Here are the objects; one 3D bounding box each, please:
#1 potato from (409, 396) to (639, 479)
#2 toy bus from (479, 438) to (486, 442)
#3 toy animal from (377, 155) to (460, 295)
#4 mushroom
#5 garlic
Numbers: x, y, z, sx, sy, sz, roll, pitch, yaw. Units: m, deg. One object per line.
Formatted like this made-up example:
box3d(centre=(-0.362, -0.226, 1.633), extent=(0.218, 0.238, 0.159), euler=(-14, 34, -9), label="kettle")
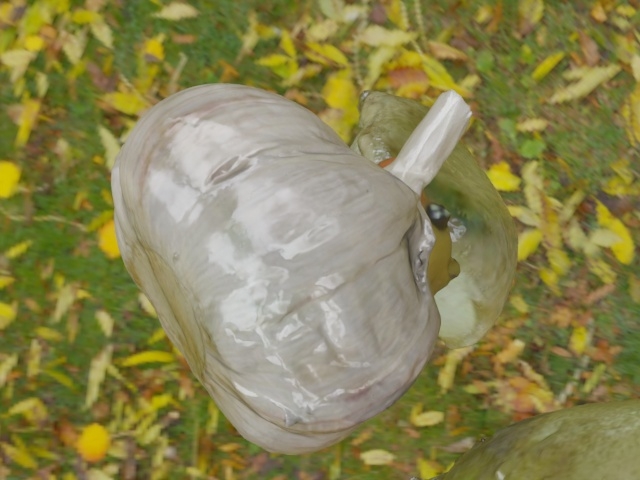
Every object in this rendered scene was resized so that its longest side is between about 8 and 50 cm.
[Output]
box3d(centre=(0.208, 0.182, 0.573), extent=(0.359, 0.270, 0.219), euler=(-6, 45, 34), label="potato")
box3d(centre=(0.191, 0.315, 0.878), extent=(0.092, 0.093, 0.409), euler=(-11, 63, -16), label="toy bus")
box3d(centre=(0.001, 0.004, 1.177), extent=(0.195, 0.281, 0.169), euler=(48, 130, 54), label="toy animal")
box3d(centre=(0.115, -0.057, 1.525), extent=(0.292, 0.212, 0.217), euler=(33, 65, -6), label="mushroom")
box3d(centre=(0.005, -0.006, 0.776), extent=(0.212, 0.218, 0.218), euler=(-32, 65, -16), label="garlic")
